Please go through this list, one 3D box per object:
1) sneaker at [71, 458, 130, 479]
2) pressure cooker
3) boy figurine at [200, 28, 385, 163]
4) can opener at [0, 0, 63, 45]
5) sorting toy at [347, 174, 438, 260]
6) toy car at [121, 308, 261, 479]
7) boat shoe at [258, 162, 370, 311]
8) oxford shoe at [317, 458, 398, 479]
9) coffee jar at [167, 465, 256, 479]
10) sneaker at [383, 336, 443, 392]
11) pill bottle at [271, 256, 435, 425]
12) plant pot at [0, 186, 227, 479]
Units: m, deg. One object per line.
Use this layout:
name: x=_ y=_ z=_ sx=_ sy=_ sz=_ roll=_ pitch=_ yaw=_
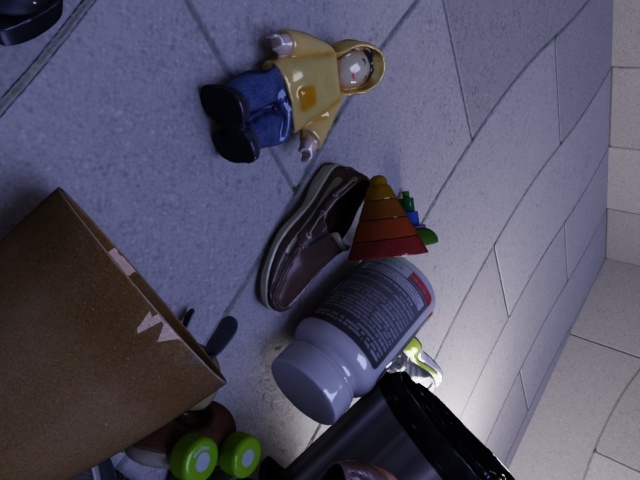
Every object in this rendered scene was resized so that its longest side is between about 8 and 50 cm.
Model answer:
sneaker: x=-0.267 y=0.302 z=0.641 sx=0.118 sy=0.083 sz=0.222 roll=-48 pitch=130 yaw=-77
pressure cooker: x=0.108 y=0.484 z=0.883 sx=0.420 sy=0.370 sz=0.375 roll=-43 pitch=143 yaw=4
boy figurine: x=-0.021 y=-0.197 z=0.717 sx=0.285 sy=0.092 sz=0.177 roll=-33 pitch=126 yaw=-35
can opener: x=-0.232 y=-0.253 z=0.470 sx=0.059 sy=0.073 sz=0.186 roll=39 pitch=65 yaw=-10
sorting toy: x=0.129 y=-0.045 z=0.907 sx=0.365 sy=0.127 sz=0.126 roll=-16 pitch=99 yaw=-72
toy car: x=-0.158 y=0.183 z=0.667 sx=0.149 sy=0.155 sz=0.188 roll=26 pitch=72 yaw=-52
boat shoe: x=-0.004 y=-0.003 z=0.810 sx=0.095 sy=0.095 sz=0.257 roll=37 pitch=75 yaw=-51
oxford shoe: x=-0.035 y=0.439 z=0.656 sx=0.133 sy=0.130 sz=0.364 roll=42 pitch=71 yaw=-39
coffee jar: x=-0.125 y=0.367 z=0.738 sx=0.096 sy=0.184 sz=0.079 roll=11 pitch=96 yaw=-52
sneaker: x=0.172 y=0.276 z=1.156 sx=0.121 sy=0.111 sz=0.300 roll=-49 pitch=134 yaw=-9
pill bottle: x=0.058 y=0.159 z=0.901 sx=0.283 sy=0.161 sz=0.161 roll=-41 pitch=133 yaw=-34
plant pot: x=-0.258 y=0.120 z=0.469 sx=0.254 sy=0.237 sz=0.237 roll=-39 pitch=134 yaw=-15
